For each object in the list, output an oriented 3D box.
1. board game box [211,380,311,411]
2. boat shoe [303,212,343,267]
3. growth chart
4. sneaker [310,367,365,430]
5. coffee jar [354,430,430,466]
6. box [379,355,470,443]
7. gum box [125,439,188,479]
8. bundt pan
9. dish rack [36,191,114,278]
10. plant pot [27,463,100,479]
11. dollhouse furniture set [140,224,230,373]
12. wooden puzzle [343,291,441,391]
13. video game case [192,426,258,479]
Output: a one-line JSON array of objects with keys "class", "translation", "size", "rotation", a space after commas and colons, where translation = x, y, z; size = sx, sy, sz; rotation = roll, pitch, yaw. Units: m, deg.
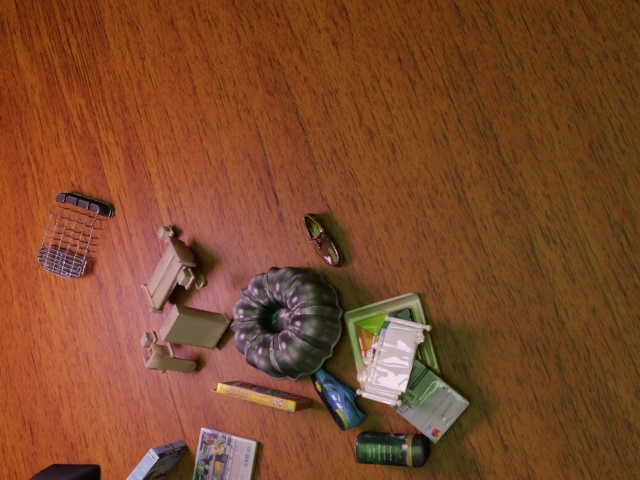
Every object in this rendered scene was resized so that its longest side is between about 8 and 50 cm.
[{"class": "board game box", "translation": [-0.166, 0.430, 1.810], "size": [0.259, 0.124, 0.039], "rotation": [6, 83, 20]}, {"class": "boat shoe", "translation": [0.000, -0.001, 1.844], "size": [0.064, 0.060, 0.178], "rotation": [-34, 73, 12]}, {"class": "growth chart", "translation": [0.182, 0.309, 1.686], "size": [0.172, 0.021, 0.237], "rotation": [15, 84, 46]}, {"class": "sneaker", "translation": [0.045, 0.417, 1.778], "size": [0.082, 0.069, 0.209], "rotation": [-24, 60, -22]}, {"class": "coffee jar", "translation": [0.189, 0.540, 1.683], "size": [0.184, 0.096, 0.079], "rotation": [-4, 84, 20]}, {"class": "box", "translation": [0.268, 0.407, 1.678], "size": [0.186, 0.038, 0.145], "rotation": [38, 103, 10]}, {"class": "gum box", "translation": [-0.487, 0.667, 1.874], "size": [0.041, 0.157, 0.184], "rotation": [42, 98, 20]}, {"class": "bundt pan", "translation": [-0.111, 0.217, 1.792], "size": [0.330, 0.124, 0.331], "rotation": [-8, 71, 24]}, {"class": "dish rack", "translation": [-0.813, -0.015, 2.134], "size": [0.208, 0.074, 0.272], "rotation": [17, 90, 22]}, {"class": "plant pot", "translation": [-0.797, 0.789, 1.963], "size": [0.187, 0.167, 0.188], "rotation": [-6, 82, 19]}, {"class": "dollhouse furniture set", "translation": [-0.433, 0.180, 1.987], "size": [0.303, 0.173, 0.355], "rotation": [-57, 40, 17]}, {"class": "wooden puzzle", "translation": [0.188, 0.280, 1.747], "size": [0.221, 0.044, 0.239], "rotation": [-18, 77, 16]}, {"class": "video game case", "translation": [-0.278, 0.659, 1.873], "size": [0.183, 0.023, 0.201], "rotation": [8, 86, 20]}]
